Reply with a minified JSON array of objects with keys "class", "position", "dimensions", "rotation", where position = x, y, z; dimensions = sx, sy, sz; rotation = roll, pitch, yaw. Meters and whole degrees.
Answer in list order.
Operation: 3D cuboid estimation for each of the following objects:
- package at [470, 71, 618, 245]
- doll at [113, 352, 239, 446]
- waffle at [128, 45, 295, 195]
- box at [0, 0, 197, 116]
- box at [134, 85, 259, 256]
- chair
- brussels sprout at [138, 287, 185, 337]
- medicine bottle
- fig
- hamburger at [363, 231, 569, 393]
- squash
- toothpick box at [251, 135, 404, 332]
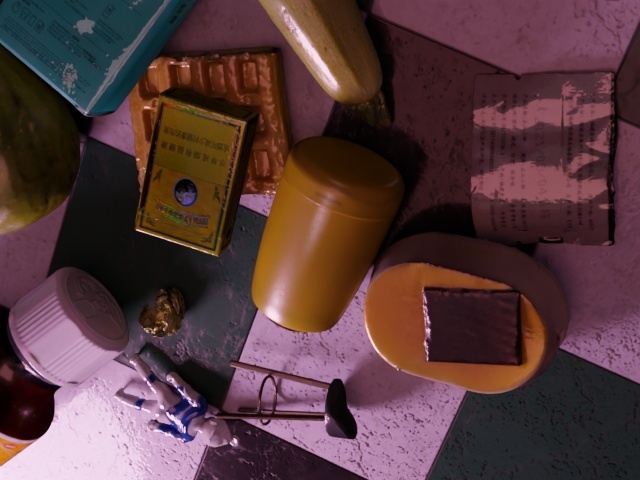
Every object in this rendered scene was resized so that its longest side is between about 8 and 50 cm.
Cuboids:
[{"class":"package","position":[0.314,-0.109,1.695],"dimensions":[0.204,0.062,0.250],"rotation":[0,105,16]},{"class":"doll","position":[-0.232,0.284,1.996],"dimensions":[0.227,0.057,0.114],"rotation":[32,108,14]},{"class":"waffle","position":[-0.164,-0.176,1.816],"dimensions":[0.248,0.055,0.221],"rotation":[0,109,16]},{"class":"box","position":[-0.301,-0.357,1.725],"dimensions":[0.205,0.118,0.311],"rotation":[39,103,3]},{"class":"box","position":[-0.185,-0.101,1.783],"dimensions":[0.141,0.064,0.219],"rotation":[18,114,8]},{"class":"chair","position":[-0.046,0.252,1.911],"dimensions":[0.222,0.104,0.095],"rotation":[7,93,17]},{"class":"brussels sprout","position":[-0.249,0.116,1.943],"dimensions":[0.085,0.058,0.085],"rotation":[-4,84,43]},{"class":"medicine bottle","position":[-0.509,0.207,1.965],"dimensions":[0.395,0.242,0.242],"rotation":[-41,93,16]},{"class":"fig","position":[-0.466,-0.166,1.807],"dimensions":[0.233,0.233,0.314],"rotation":[27,124,6]},{"class":"hamburger","position":[0.207,0.103,1.749],"dimensions":[0.295,0.151,0.227],"rotation":[17,115,17]},{"class":"squash","position":[0.025,-0.276,1.687],"dimensions":[0.137,0.137,0.287],"rotation":[-28,101,23]},{"class":"toothpick box","position":[0.000,0.000,1.766],"dimensions":[0.175,0.175,0.271],"rotation":[25,117,7]}]
